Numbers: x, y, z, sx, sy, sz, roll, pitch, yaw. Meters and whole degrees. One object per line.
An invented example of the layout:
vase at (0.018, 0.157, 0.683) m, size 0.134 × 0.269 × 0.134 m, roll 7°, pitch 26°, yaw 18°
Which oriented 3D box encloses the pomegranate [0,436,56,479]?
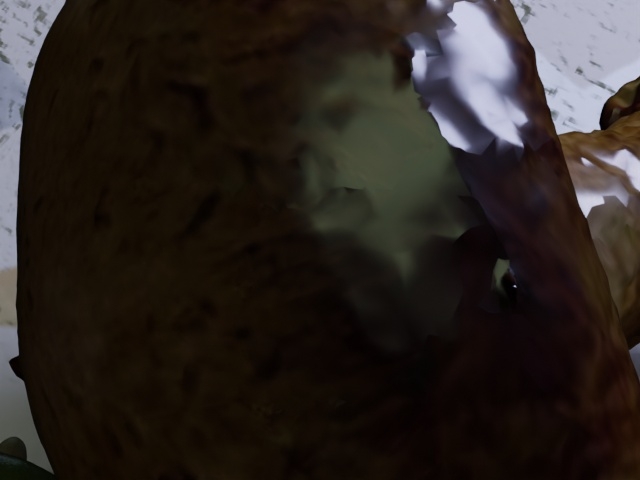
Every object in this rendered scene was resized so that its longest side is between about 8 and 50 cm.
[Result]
pomegranate at (-0.134, 0.125, 0.611) m, size 0.115 × 0.114 × 0.142 m, roll -2°, pitch 25°, yaw -7°

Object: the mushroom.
mushroom at (0.066, 0.029, 0.602) m, size 0.356 × 0.334 × 0.331 m, roll 2°, pitch 74°, yaw -5°
